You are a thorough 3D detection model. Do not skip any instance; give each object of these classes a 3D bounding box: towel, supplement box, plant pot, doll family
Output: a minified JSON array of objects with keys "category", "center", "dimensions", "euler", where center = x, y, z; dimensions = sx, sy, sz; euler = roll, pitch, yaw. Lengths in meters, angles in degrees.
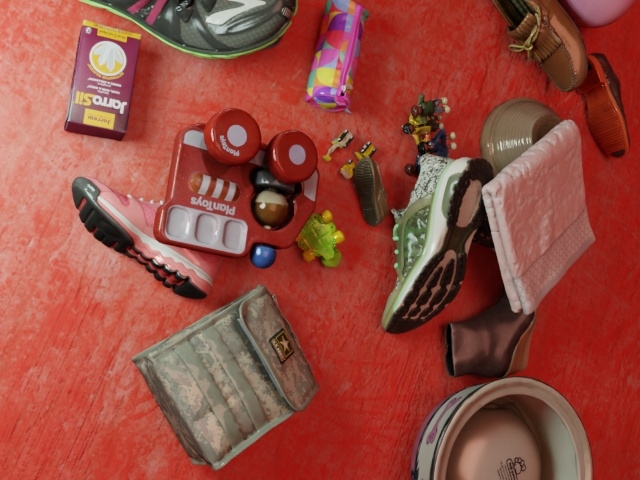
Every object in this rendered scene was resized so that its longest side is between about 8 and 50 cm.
[{"category":"towel","center":[0.482,-0.052,1.539],"dimensions":[0.332,0.053,0.317],"euler":[-36,119,-34]},{"category":"supplement box","center":[-0.394,-0.285,1.295],"dimensions":[0.104,0.081,0.188],"euler":[9,82,-23]},{"category":"plant pot","center":[0.499,-0.222,1.659],"dimensions":[0.237,0.110,0.237],"euler":[2,86,-23]},{"category":"doll family","center":[0.229,-0.220,1.563],"dimensions":[0.111,0.076,0.193],"euler":[-18,96,-28]}]

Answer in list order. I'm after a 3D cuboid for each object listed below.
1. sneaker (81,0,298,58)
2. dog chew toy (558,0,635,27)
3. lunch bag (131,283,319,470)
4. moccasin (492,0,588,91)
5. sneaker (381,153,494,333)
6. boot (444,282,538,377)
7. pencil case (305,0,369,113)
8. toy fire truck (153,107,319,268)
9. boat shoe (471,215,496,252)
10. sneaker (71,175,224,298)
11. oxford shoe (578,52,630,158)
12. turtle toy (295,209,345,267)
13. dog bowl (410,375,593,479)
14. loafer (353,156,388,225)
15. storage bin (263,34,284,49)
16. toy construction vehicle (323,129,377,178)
[{"category":"sneaker","center":[-0.276,-0.462,1.253],"dimensions":[0.483,0.202,0.185],"euler":[15,80,-7]},{"category":"dog chew toy","center":[0.596,-0.657,1.695],"dimensions":[0.332,0.206,0.206],"euler":[34,73,-9]},{"category":"lunch bag","center":[-0.152,0.239,1.312],"dimensions":[0.287,0.169,0.235],"euler":[-31,94,-30]},{"category":"moccasin","center":[0.488,-0.509,1.663],"dimensions":[0.147,0.139,0.380],"euler":[-35,101,-17]},{"category":"sneaker","center":[0.214,0.000,1.508],"dimensions":[0.158,0.182,0.410],"euler":[14,103,-41]},{"category":"boot","center":[0.374,0.181,1.580],"dimensions":[0.207,0.090,0.248],"euler":[3,88,-25]},{"category":"pencil case","center":[0.037,-0.381,1.480],"dimensions":[0.104,0.104,0.236],"euler":[13,80,-22]},{"category":"toy fire truck","center":[-0.145,-0.085,1.316],"dimensions":[0.302,0.169,0.254],"euler":[15,78,-33]},{"category":"boat shoe","center":[0.377,-0.017,1.606],"dimensions":[0.228,0.076,0.080],"euler":[25,76,-20]},{"category":"sneaker","center":[-0.308,-0.027,1.312],"dimensions":[0.314,0.116,0.136],"euler":[41,58,-19]},{"category":"oxford shoe","center":[0.719,-0.339,1.773],"dimensions":[0.098,0.097,0.271],"euler":[-22,94,-29]},{"category":"turtle toy","center":[0.000,0.000,1.448],"dimensions":[0.095,0.066,0.130],"euler":[-30,101,1]},{"category":"dog bowl","center":[0.372,0.489,1.523],"dimensions":[0.408,0.150,0.408],"euler":[2,84,-23]},{"category":"loafer","center":[0.109,-0.106,1.510],"dimensions":[0.050,0.056,0.148],"euler":[-27,116,-47]},{"category":"storage bin","center":[-0.148,-0.434,1.412],"dimensions":[0.135,0.098,0.091],"euler":[-17,82,-24]},{"category":"toy construction vehicle","center":[0.060,-0.185,1.511],"dimensions":[0.086,0.035,0.098],"euler":[44,73,-26]}]
